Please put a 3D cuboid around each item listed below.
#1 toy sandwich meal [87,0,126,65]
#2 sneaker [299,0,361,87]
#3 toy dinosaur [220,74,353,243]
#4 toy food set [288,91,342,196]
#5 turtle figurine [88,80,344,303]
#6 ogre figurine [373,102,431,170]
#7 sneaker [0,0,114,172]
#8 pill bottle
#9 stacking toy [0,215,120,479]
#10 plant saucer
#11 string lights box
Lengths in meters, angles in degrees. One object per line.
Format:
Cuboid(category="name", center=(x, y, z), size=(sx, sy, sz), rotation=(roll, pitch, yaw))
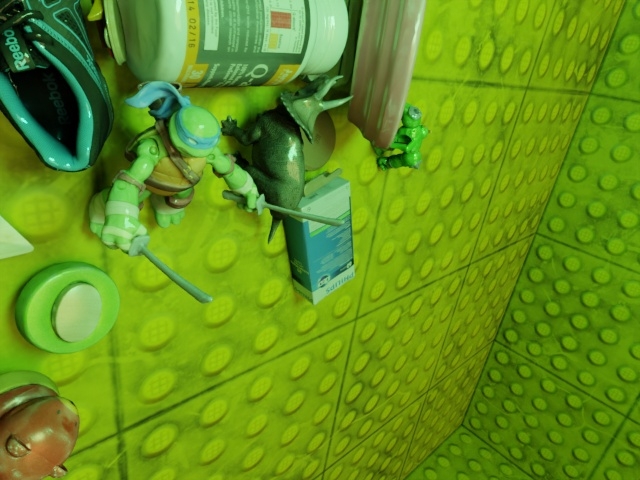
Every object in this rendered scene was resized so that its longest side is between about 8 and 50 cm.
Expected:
Cuboid(category="toy sandwich meal", center=(-0.234, -0.234, 0.467), size=(0.029, 0.085, 0.085), rotation=(-7, 122, -15))
Cuboid(category="sneaker", center=(0.009, -0.379, 0.684), size=(0.091, 0.094, 0.258), rotation=(-11, 116, -27))
Cuboid(category="toy dinosaur", center=(-0.076, -0.122, 0.698), size=(0.121, 0.160, 0.313), rotation=(-7, 118, -45))
Cuboid(category="toy food set", center=(-0.022, -0.194, 0.818), size=(0.132, 0.038, 0.192), rotation=(-35, 126, -36))
Cuboid(category="turtle figurine", center=(-0.175, -0.030, 0.538), size=(0.274, 0.266, 0.198), rotation=(47, 56, -22))
Cuboid(category="ogre figurine", center=(0.168, -0.228, 0.931), size=(0.097, 0.118, 0.197), rotation=(-19, 127, -39))
Cuboid(category="sneaker", center=(-0.283, -0.228, 0.404), size=(0.125, 0.139, 0.340), rotation=(-20, 128, -13))
Cuboid(category="pill bottle", center=(-0.105, -0.286, 0.562), size=(0.278, 0.162, 0.162), rotation=(-18, 126, -39))
Cuboid(category="stacking toy", center=(-0.374, 0.130, 0.505), size=(0.279, 0.130, 0.309), rotation=(-58, 139, -21))
Cuboid(category="plant saucer", center=(0.102, -0.324, 0.711), size=(0.332, 0.084, 0.332), rotation=(8, 90, -90))
Cuboid(category="string lights box", center=(0.000, 0.000, 0.926), size=(0.133, 0.077, 0.259), rotation=(-31, 134, -30))
